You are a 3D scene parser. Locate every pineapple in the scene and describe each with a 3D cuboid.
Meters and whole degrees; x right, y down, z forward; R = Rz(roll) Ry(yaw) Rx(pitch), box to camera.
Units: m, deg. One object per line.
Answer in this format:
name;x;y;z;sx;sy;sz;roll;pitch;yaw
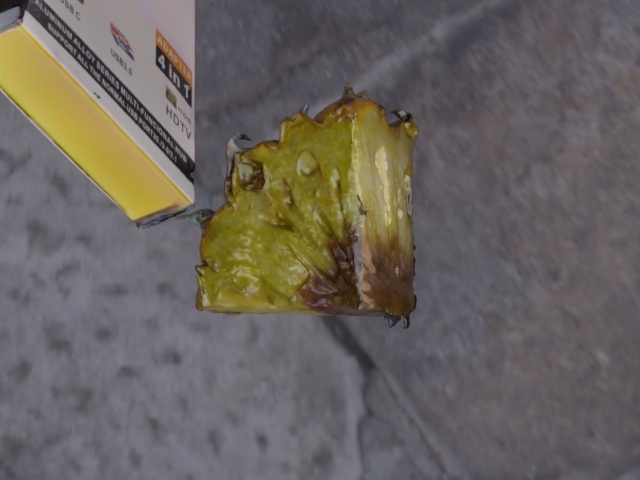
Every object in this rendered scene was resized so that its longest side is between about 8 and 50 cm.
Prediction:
pineapple;0.000;0.000;0.894;0.137;0.069;0.116;-48;64;20

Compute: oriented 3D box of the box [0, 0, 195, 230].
box;-0.098;-0.137;0.813;0.033;0.247;0.129;-20;139;21
